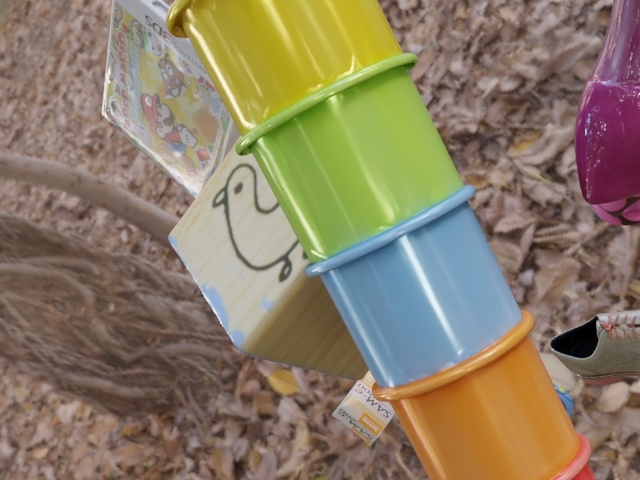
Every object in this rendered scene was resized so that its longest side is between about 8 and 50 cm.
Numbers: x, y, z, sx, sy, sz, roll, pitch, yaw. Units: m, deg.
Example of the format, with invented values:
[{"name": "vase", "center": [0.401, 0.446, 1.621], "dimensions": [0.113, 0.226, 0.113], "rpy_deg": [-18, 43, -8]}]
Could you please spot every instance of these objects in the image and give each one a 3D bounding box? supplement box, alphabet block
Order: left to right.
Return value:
[{"name": "alphabet block", "center": [0.000, 0.000, 0.882], "dimensions": [0.197, 0.193, 0.192], "rpy_deg": [-52, 50, 15]}, {"name": "supplement box", "center": [0.069, 0.199, 1.092], "dimensions": [0.098, 0.062, 0.036], "rpy_deg": [-49, -7, -35]}]

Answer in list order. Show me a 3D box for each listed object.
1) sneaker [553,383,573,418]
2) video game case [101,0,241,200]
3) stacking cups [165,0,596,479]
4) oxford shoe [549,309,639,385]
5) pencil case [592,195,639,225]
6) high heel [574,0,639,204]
[{"name": "sneaker", "center": [0.193, 0.181, 1.002], "dimensions": [0.188, 0.067, 0.078], "rpy_deg": [15, 73, 25]}, {"name": "video game case", "center": [-0.178, -0.168, 1.032], "dimensions": [0.026, 0.206, 0.227], "rpy_deg": [-39, -16, -36]}, {"name": "stacking cups", "center": [0.050, 0.019, 0.385], "dimensions": [0.096, 0.316, 0.096], "rpy_deg": [-30, 1, 1]}, {"name": "oxford shoe", "center": [0.580, 0.184, 1.597], "dimensions": [0.348, 0.130, 0.123], "rpy_deg": [-33, 38, 46]}, {"name": "pencil case", "center": [0.363, -0.102, 0.976], "dimensions": [0.098, 0.209, 0.095], "rpy_deg": [1, 64, 12]}, {"name": "high heel", "center": [0.392, -0.104, 0.701], "dimensions": [0.127, 0.377, 0.181], "rpy_deg": [-90, 7, -72]}]
